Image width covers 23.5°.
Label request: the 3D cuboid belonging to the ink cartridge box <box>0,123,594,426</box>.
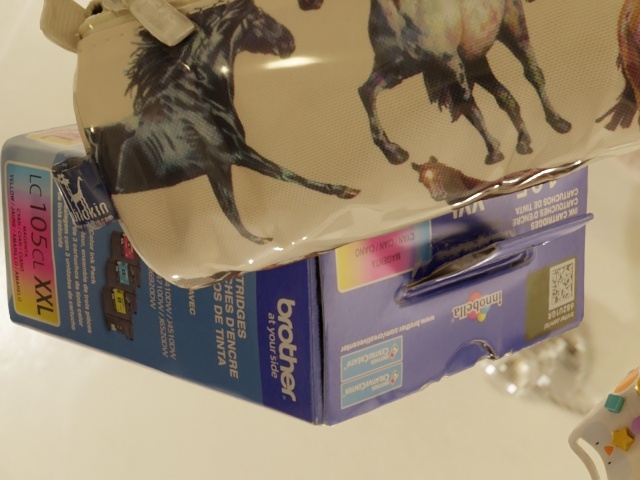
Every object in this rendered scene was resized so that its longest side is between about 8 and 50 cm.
[{"bbox_3d":[0.000,0.000,1.072,0.270,0.151,0.395,-16,-158,-42],"label":"ink cartridge box"}]

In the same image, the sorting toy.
[{"bbox_3d":[0.212,0.138,1.063,0.083,0.075,0.045,59,-159,20],"label":"sorting toy"}]

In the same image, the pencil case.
[{"bbox_3d":[0.066,-0.105,0.767,0.183,0.410,0.160,50,-149,-44],"label":"pencil case"}]
